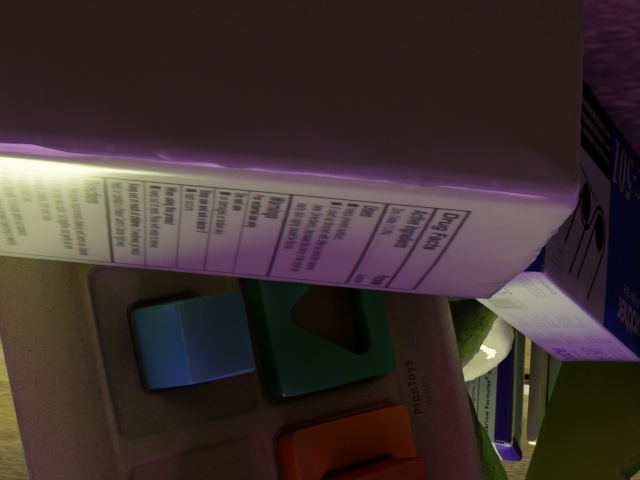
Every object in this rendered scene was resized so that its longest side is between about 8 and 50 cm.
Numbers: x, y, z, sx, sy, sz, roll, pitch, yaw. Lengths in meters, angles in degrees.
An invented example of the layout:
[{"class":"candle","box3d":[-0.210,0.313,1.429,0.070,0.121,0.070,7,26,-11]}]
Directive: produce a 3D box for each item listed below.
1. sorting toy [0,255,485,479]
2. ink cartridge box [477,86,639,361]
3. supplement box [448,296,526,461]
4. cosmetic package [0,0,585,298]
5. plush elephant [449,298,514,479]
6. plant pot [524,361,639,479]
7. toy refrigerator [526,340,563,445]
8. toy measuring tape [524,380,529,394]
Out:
[{"class":"sorting toy","box3d":[-0.017,0.071,0.762,0.196,0.348,0.047,-11,179,-34]},{"class":"ink cartridge box","box3d":[0.106,-0.010,0.879,0.046,0.097,0.207,0,166,20]},{"class":"supplement box","box3d":[0.024,0.084,1.309,0.220,0.114,0.111,1,168,9]},{"class":"cosmetic package","box3d":[-0.076,-0.067,0.603,0.296,0.129,0.153,6,167,-5]},{"class":"plush elephant","box3d":[-0.014,0.101,1.105,0.271,0.330,0.255,24,-176,-8]},{"class":"plant pot","box3d":[0.262,0.128,1.032,0.207,0.228,0.227,-13,126,34]},{"class":"toy refrigerator","box3d":[0.267,0.085,1.255,0.269,0.102,0.094,-5,165,38]},{"class":"toy measuring tape","box3d":[0.137,0.172,1.678,0.330,0.121,0.121,0,167,19]}]
